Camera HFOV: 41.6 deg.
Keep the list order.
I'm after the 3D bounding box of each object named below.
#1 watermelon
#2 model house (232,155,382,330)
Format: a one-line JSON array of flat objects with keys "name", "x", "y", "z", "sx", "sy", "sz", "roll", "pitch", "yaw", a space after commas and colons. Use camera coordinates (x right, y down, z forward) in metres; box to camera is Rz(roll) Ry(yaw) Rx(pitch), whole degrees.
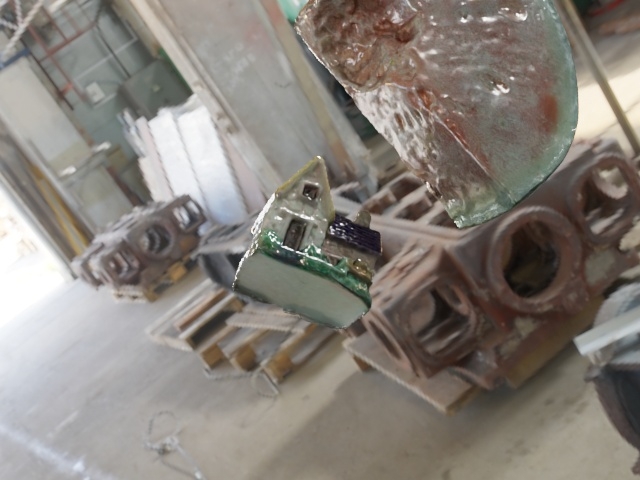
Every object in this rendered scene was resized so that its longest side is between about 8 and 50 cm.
[{"name": "watermelon", "x": 0.089, "y": -0.146, "z": 0.737, "sx": 0.148, "sy": 0.226, "sz": 0.318, "roll": -45, "pitch": 44, "yaw": 53}, {"name": "model house", "x": 0.000, "y": 0.000, "z": 0.642, "sx": 0.088, "sy": 0.101, "sz": 0.100, "roll": 126, "pitch": 166, "yaw": -60}]
